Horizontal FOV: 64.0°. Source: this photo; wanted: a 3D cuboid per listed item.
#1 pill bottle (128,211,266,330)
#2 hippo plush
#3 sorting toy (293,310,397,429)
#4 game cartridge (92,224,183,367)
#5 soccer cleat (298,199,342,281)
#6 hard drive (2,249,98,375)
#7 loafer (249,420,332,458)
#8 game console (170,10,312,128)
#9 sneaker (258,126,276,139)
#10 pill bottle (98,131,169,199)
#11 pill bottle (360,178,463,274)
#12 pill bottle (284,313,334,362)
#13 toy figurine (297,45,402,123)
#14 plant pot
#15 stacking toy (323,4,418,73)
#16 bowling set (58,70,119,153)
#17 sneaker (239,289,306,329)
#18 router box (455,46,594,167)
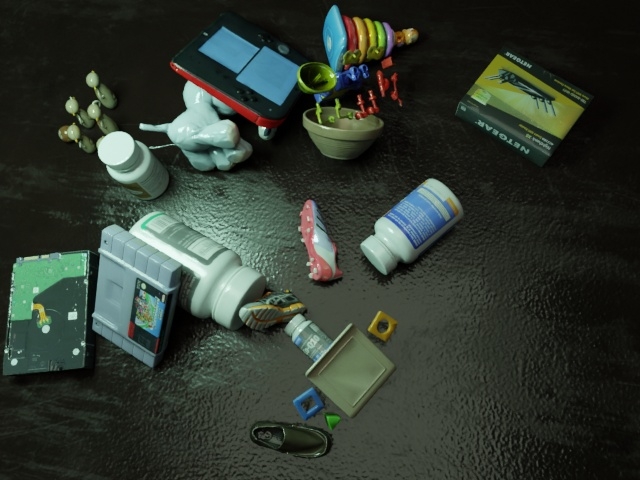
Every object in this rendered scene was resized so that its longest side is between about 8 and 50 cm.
[{"bbox_3d":[-0.345,0.085,1.399,0.361,0.204,0.204,28,77,12],"label":"pill bottle"},{"bbox_3d":[-0.340,-0.358,1.526,0.294,0.234,0.236,5,69,-2],"label":"hippo plush"},{"bbox_3d":[0.080,0.338,1.346,0.347,0.047,0.196,-46,106,-9],"label":"sorting toy"},{"bbox_3d":[-0.489,0.158,1.347,0.230,0.068,0.355,30,123,16],"label":"game cartridge"},{"bbox_3d":[0.000,0.000,1.474,0.095,0.083,0.248,2,65,-26],"label":"soccer cleat"},{"bbox_3d":[-0.768,0.206,1.469,0.237,0.064,0.338,-7,74,2],"label":"hard drive"},{"bbox_3d":[-0.081,0.515,1.314,0.220,0.078,0.080,4,74,6],"label":"loafer"},{"bbox_3d":[-0.208,-0.516,1.516,0.342,0.060,0.386,33,46,-10],"label":"game console"},{"bbox_3d":[-0.215,-0.416,1.599,0.153,0.094,0.234,-1,73,6],"label":"sneaker"},{"bbox_3d":[-0.543,-0.217,1.492,0.131,0.229,0.131,-1,73,5],"label":"pill bottle"},{"bbox_3d":[0.248,-0.033,1.417,0.272,0.152,0.152,-39,74,-8],"label":"pill bottle"},{"bbox_3d":[-0.027,0.267,1.385,0.137,0.078,0.078,40,80,15],"label":"pill bottle"},{"bbox_3d":[0.042,-0.437,1.538,0.363,0.217,0.191,-25,102,-33],"label":"toy figurine"},{"bbox_3d":[0.062,-0.310,1.511,0.237,0.109,0.237,6,29,-3],"label":"plant pot"},{"bbox_3d":[0.171,-0.633,1.622,0.302,0.175,0.165,-9,67,-13],"label":"stacking toy"},{"bbox_3d":[-0.737,-0.355,1.589,0.200,0.154,0.287,-17,72,-1],"label":"bowling set"},{"bbox_3d":[-0.138,0.179,1.377,0.084,0.215,0.083,-51,58,26],"label":"sneaker"},{"bbox_3d":[0.606,-0.404,1.537,0.309,0.081,0.243,36,79,14],"label":"router box"}]
